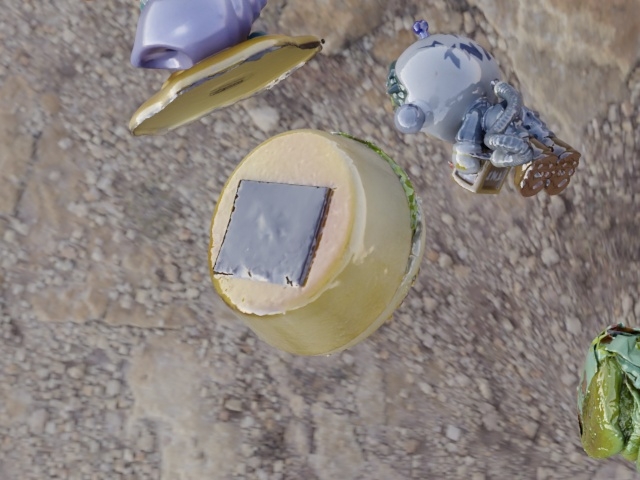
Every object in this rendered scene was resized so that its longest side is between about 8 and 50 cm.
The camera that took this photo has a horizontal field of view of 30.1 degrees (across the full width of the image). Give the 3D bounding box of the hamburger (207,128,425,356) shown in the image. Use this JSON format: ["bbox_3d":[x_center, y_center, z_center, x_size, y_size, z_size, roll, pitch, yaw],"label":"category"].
[{"bbox_3d":[0.000,0.000,1.512,0.300,0.176,0.300,-17,60,33],"label":"hamburger"}]

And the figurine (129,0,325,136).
[{"bbox_3d":[-0.134,-0.228,0.964,0.181,0.208,0.257,-26,87,27],"label":"figurine"}]

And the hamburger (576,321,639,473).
[{"bbox_3d":[0.445,0.253,1.760,0.125,0.214,0.235,-2,62,10],"label":"hamburger"}]

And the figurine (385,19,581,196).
[{"bbox_3d":[0.249,-0.200,1.926,0.382,0.261,0.186,50,119,36],"label":"figurine"}]
